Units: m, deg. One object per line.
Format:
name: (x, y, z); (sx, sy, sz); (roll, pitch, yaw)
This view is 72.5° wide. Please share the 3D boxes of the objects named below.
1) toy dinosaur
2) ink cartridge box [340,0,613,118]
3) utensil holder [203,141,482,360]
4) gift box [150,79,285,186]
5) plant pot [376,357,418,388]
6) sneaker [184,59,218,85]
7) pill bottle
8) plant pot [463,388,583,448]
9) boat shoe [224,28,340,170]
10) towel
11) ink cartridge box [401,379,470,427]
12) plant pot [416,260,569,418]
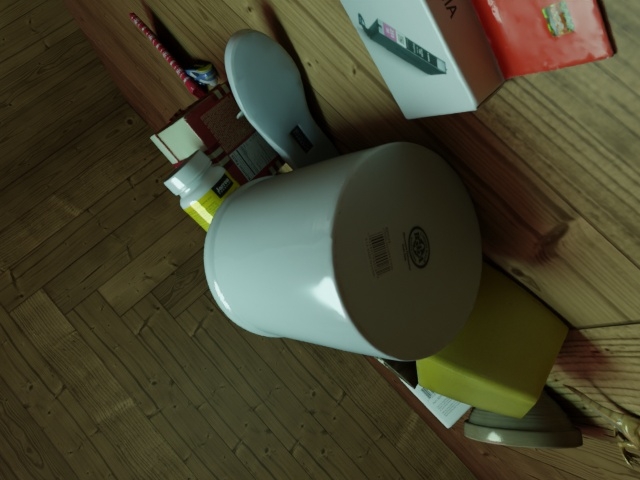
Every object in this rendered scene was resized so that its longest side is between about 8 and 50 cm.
toy dinosaur: (0.529, 0.320, 0.751); (0.211, 0.064, 0.112); (25, 137, 39)
ink cartridge box: (0.107, -0.254, 0.417); (0.275, 0.060, 0.239); (54, 167, -23)
utensil holder: (0.025, 0.022, 0.752); (0.385, 0.328, 0.328); (-5, 128, 53)
gift box: (-0.211, -0.245, 1.067); (0.258, 0.276, 0.255); (-1, 128, 52)
plant pot: (0.182, 0.152, 0.933); (0.215, 0.230, 0.215); (39, 172, 7)
sneaker: (-0.336, -0.469, 1.231); (0.144, 0.053, 0.059); (36, 164, 46)
pill bottle: (-0.210, -0.076, 0.899); (0.208, 0.119, 0.119); (48, 168, -24)
plant pot: (0.439, 0.383, 0.968); (0.237, 0.110, 0.237); (2, 164, 1)
boat shoe: (-0.088, -0.265, 0.894); (0.156, 0.136, 0.367); (39, 174, 44)
towel: (-0.449, -0.540, 1.328); (0.275, 0.031, 0.199); (50, -178, -5)
ink cartridge box: (0.270, 0.266, 1.050); (0.273, 0.198, 0.115); (45, -178, 15)
plant pot: (0.306, 0.193, 0.779); (0.187, 0.212, 0.212); (26, 158, 27)
